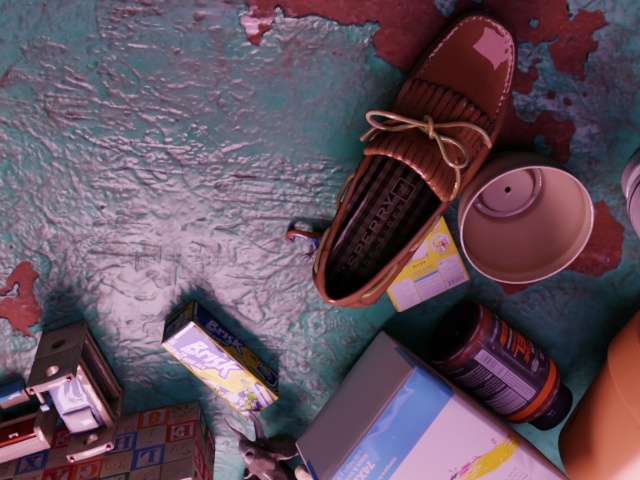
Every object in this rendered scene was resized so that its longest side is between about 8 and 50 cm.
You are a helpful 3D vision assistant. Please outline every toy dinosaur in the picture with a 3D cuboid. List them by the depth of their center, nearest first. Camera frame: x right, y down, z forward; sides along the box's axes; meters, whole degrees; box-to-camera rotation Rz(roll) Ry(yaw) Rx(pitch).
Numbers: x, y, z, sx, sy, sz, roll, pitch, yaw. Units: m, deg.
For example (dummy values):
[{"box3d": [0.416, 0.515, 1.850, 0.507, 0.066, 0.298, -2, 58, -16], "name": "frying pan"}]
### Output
[{"box3d": [0.000, 0.000, 1.564, 0.082, 0.047, 0.090, 37, 74, -7], "name": "toy dinosaur"}, {"box3d": [-0.069, 0.370, 1.703, 0.121, 0.160, 0.313, -8, 146, -15], "name": "toy dinosaur"}]

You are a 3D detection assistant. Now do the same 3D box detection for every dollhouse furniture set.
[{"box3d": [-0.373, 0.216, 1.605, 0.184, 0.129, 0.129, -19, 118, 8], "name": "dollhouse furniture set"}]

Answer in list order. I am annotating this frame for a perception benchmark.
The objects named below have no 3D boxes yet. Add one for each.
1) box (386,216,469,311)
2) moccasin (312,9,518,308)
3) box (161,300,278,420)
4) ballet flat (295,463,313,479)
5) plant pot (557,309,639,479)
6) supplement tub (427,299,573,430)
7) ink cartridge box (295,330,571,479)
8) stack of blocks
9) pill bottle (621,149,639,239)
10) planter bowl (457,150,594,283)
[{"box3d": [0.108, -0.007, 1.543, 0.105, 0.043, 0.179, -25, 119, 1], "name": "box"}, {"box3d": [0.104, -0.092, 1.411, 0.139, 0.147, 0.380, 37, 97, 3], "name": "moccasin"}, {"box3d": [-0.132, 0.160, 1.626, 0.059, 0.054, 0.169, -38, 114, 18], "name": "box"}, {"box3d": [0.020, 0.350, 1.629, 0.049, 0.057, 0.173, -44, 124, 2], "name": "ballet flat"}, {"box3d": [0.448, 0.259, 1.577, 0.291, 0.291, 0.203, 31, 118, -18], "name": "plant pot"}, {"box3d": [0.243, 0.172, 1.619, 0.198, 0.106, 0.106, 38, 111, -21], "name": "supplement tub"}, {"box3d": [0.143, 0.287, 1.565, 0.270, 0.198, 0.197, 37, 91, -13], "name": "ink cartridge box"}, {"box3d": [-0.298, 0.328, 1.647, 0.297, 0.171, 0.087, -12, 118, 5], "name": "stack of blocks"}, {"box3d": [0.433, -0.027, 1.448, 0.121, 0.221, 0.121, -1, 119, -2], "name": "pill bottle"}, {"box3d": [0.238, -0.044, 1.493, 0.162, 0.109, 0.162, -4, 122, -6], "name": "planter bowl"}]
